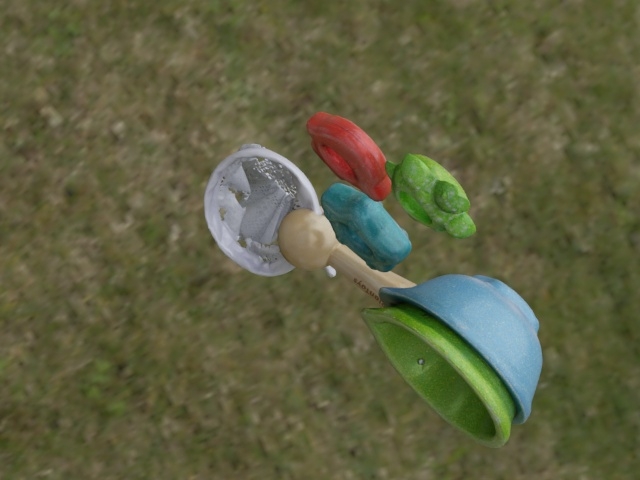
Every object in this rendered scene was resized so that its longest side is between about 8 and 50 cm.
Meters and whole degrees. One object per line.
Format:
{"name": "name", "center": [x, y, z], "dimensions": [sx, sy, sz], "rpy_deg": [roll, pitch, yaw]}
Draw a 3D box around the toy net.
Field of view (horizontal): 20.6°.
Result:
{"name": "toy net", "center": [0.000, 0.000, 0.701], "dimensions": [0.045, 0.232, 0.122], "rpy_deg": [-45, 121, -14]}
